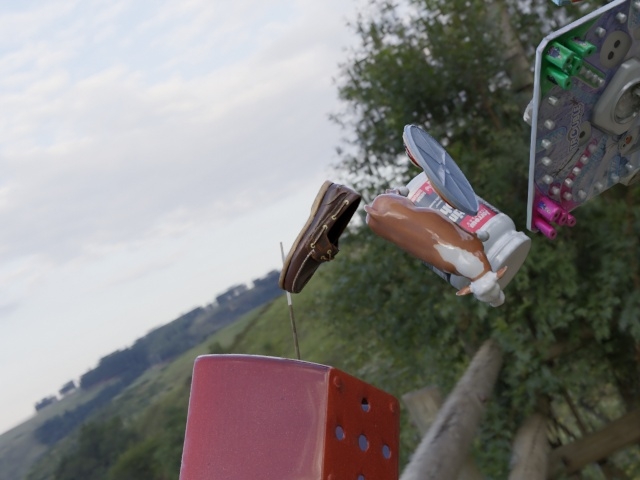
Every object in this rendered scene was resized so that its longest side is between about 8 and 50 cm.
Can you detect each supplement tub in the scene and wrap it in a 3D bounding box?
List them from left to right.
[{"bbox_3d":[0.297,-0.012,2.011,0.191,0.272,0.191,-41,-25,-24],"label":"supplement tub"}]

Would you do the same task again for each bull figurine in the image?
[{"bbox_3d":[0.225,0.003,1.733,0.101,0.310,0.188,-58,-5,17],"label":"bull figurine"}]

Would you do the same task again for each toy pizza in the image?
[{"bbox_3d":[0.207,-0.119,1.634,0.032,0.201,0.201,-38,-7,21],"label":"toy pizza"}]

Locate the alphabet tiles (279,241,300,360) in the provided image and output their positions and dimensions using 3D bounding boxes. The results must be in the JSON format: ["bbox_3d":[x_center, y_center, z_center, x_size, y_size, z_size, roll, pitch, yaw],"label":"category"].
[{"bbox_3d":[-0.061,0.154,1.955,0.009,0.237,0.198,-9,39,-3],"label":"alphabet tiles"}]

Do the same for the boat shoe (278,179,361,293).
[{"bbox_3d":[0.000,0.000,1.570,0.207,0.073,0.073,-65,-17,-1],"label":"boat shoe"}]

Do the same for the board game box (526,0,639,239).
[{"bbox_3d":[0.506,-0.225,1.512,0.389,0.050,0.390,-29,-42,-19],"label":"board game box"}]

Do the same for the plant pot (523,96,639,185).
[{"bbox_3d":[0.650,-0.264,2.111,0.256,0.274,0.256,-34,-18,-13],"label":"plant pot"}]

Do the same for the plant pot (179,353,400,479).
[{"bbox_3d":[-0.026,0.315,1.382,0.235,0.267,0.267,-16,-33,35],"label":"plant pot"}]

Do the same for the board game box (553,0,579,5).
[{"bbox_3d":[0.302,-0.431,1.176,0.142,0.275,0.144,-15,-47,-13],"label":"board game box"}]
